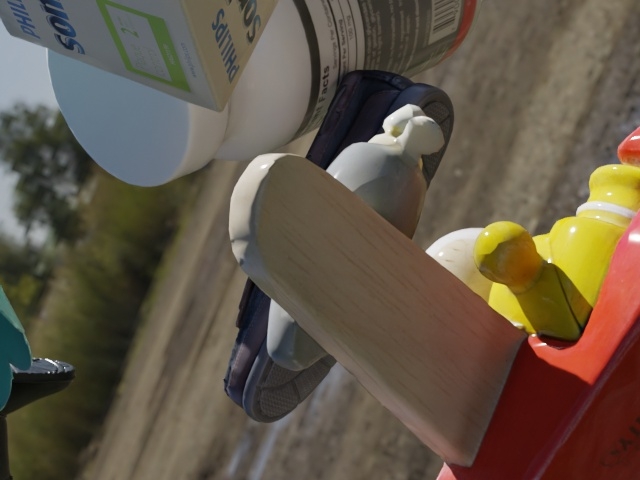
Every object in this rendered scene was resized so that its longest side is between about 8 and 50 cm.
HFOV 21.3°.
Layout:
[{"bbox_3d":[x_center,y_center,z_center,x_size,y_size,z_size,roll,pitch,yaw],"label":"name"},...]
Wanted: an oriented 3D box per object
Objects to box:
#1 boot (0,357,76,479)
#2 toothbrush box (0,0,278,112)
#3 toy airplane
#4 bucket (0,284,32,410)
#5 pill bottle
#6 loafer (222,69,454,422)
[{"bbox_3d":[-0.255,0.147,1.354,0.045,0.121,0.099,22,111,58],"label":"boot"},{"bbox_3d":[-0.050,-0.235,0.741,0.283,0.122,0.206,-63,-16,-19],"label":"toothbrush box"},{"bbox_3d":[0.127,0.092,1.022,0.272,0.385,0.386,-138,41,-55],"label":"toy airplane"},{"bbox_3d":[-0.327,0.035,1.010,0.183,0.281,0.281,65,150,20],"label":"bucket"},{"bbox_3d":[-0.044,-0.193,1.460,0.363,0.210,0.210,-30,-19,-40],"label":"pill bottle"},{"bbox_3d":[0.000,0.000,1.372,0.302,0.095,0.109,-60,-32,-4],"label":"loafer"}]
